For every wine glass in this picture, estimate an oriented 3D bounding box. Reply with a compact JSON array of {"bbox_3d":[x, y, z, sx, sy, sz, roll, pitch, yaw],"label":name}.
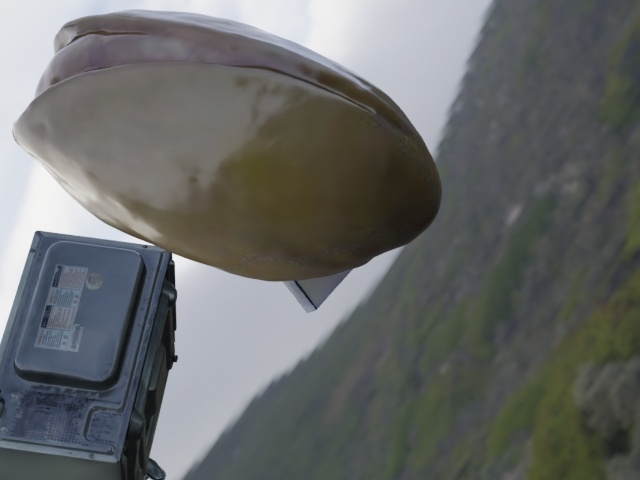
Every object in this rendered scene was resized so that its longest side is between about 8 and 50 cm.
[{"bbox_3d":[-0.211,0.277,1.994,0.083,0.039,0.042,-46,-26,21],"label":"wine glass"}]

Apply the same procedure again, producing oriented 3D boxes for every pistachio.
[{"bbox_3d":[-0.058,-0.065,1.220,0.181,0.293,0.162,93,-158,-55],"label":"pistachio"}]

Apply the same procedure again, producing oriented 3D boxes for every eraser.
[{"bbox_3d":[0.000,0.000,2.132,0.023,0.104,0.150,-21,20,50],"label":"eraser"}]

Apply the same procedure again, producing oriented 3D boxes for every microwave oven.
[{"bbox_3d":[-0.214,0.133,1.632,0.194,0.145,0.240,99,-179,-50],"label":"microwave oven"}]
